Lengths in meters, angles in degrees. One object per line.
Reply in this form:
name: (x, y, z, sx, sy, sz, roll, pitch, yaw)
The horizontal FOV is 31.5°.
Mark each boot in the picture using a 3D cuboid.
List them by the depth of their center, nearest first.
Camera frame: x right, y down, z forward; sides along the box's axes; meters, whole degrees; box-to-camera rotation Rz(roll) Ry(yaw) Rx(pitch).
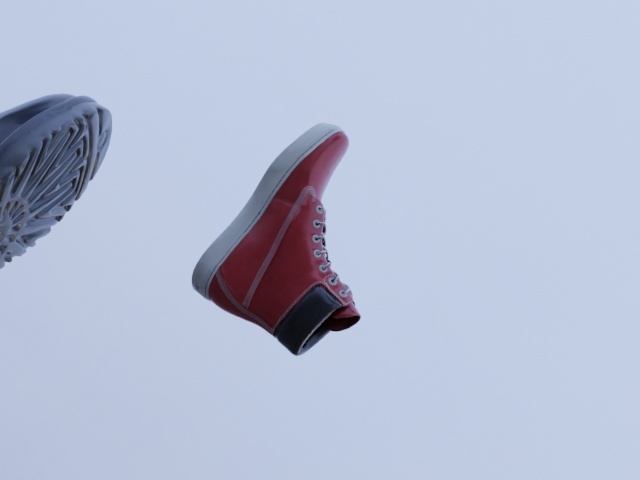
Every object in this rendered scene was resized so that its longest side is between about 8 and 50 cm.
boot: (-0.476, -0.124, 1.071, 0.445, 0.367, 0.146, 32, -42, 11)
boot: (0.000, 0.000, 1.233, 0.176, 0.244, 0.088, 30, -14, 20)
